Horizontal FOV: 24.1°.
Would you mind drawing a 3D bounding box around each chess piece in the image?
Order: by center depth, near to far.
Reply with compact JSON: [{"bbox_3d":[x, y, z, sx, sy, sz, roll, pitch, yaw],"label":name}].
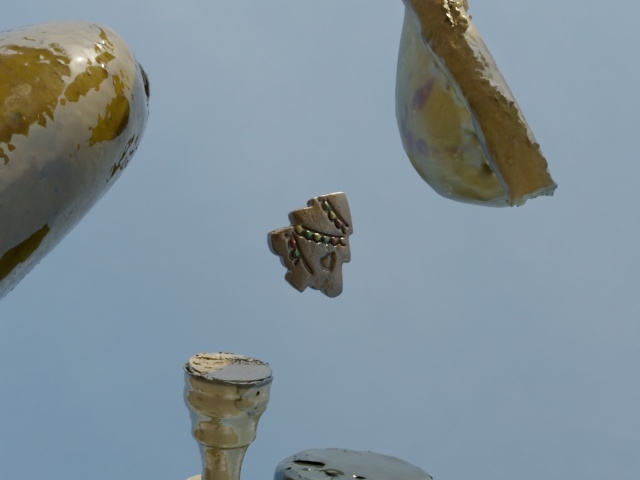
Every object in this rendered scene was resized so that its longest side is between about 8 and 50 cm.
[{"bbox_3d":[-0.064,0.158,0.928,0.060,0.060,0.172,12,-76,23],"label":"chess piece"}]

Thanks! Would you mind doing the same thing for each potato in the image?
[{"bbox_3d":[-0.233,-0.003,0.816,0.176,0.195,0.369,37,-121,21],"label":"potato"}]

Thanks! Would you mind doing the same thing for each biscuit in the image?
[{"bbox_3d":[0.000,0.000,1.197,0.016,0.082,0.092,-3,-130,56],"label":"biscuit"}]

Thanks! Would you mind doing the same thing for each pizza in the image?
[{"bbox_3d":[0.094,-0.070,0.973,0.080,0.188,0.204,-24,-129,4],"label":"pizza"}]

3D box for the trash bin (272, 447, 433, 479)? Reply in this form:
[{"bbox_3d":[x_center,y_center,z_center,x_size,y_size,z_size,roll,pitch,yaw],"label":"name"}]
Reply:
[{"bbox_3d":[0.016,0.244,1.107,0.175,0.175,0.161,10,-80,23],"label":"trash bin"}]
